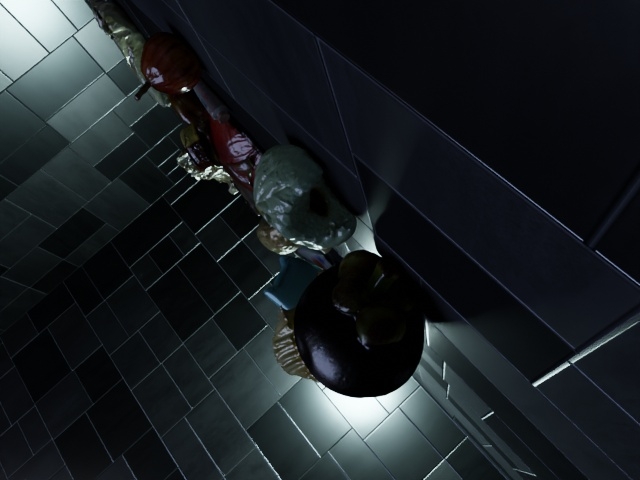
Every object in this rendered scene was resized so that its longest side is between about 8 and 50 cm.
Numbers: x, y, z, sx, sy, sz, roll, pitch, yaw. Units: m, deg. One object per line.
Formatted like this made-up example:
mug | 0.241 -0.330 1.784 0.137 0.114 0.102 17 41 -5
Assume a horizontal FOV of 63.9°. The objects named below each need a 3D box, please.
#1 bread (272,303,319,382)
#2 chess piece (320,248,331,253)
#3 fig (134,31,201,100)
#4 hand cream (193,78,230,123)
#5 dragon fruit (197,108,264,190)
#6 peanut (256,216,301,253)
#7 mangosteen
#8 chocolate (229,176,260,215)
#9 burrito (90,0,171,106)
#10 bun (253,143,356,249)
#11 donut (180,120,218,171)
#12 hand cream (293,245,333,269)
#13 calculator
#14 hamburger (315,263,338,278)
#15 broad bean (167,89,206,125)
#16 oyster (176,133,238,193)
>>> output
bread | 0.069 0.240 1.279 0.388 0.183 0.236 -6 -109 -45
chess piece | 0.000 0.000 1.522 0.084 0.038 0.084 48 177 4
fig | -0.313 -0.353 1.073 0.128 0.151 0.128 11 -174 -1
hand cream | -0.284 -0.362 1.240 0.210 0.043 0.067 52 174 20
dragon fruit | -0.219 -0.229 1.372 0.343 0.100 0.282 47 170 3
peanut | -0.119 -0.028 1.599 0.291 0.159 0.143 163 94 -84
mangosteen | 0.084 0.149 0.994 0.275 0.274 0.302 45 138 28
chocolate | -0.239 -0.207 1.715 0.261 0.083 0.161 59 -173 -43
burrito | -0.592 -0.604 1.639 0.348 0.107 0.175 58 -175 -49
bun | -0.037 -0.064 0.901 0.212 0.126 0.204 48 177 -4
donut | -0.330 -0.253 1.394 0.140 0.059 0.141 -24 -90 -88
hand cream | -0.028 0.066 2.100 0.124 0.077 0.340 52 169 -29
calculator | -0.028 0.225 2.133 0.386 0.256 0.054 31 144 -10
hamburger | 0.072 0.188 1.814 0.231 0.106 0.231 55 163 27
broad bean | -0.402 -0.414 1.548 0.165 0.084 0.114 52 -178 33
oyster | -0.356 -0.300 1.740 0.110 0.205 0.396 7 172 15
